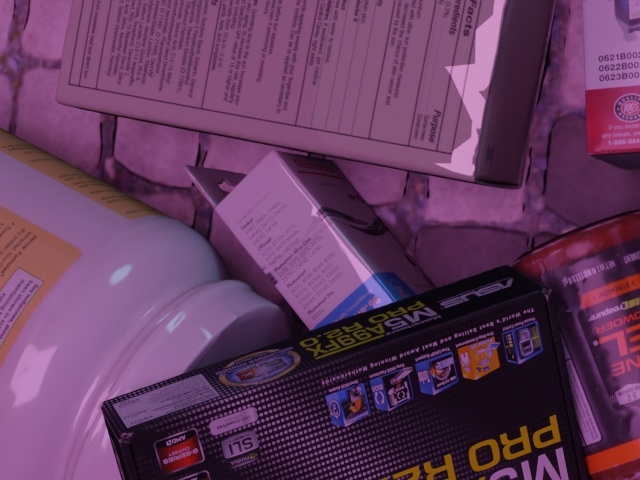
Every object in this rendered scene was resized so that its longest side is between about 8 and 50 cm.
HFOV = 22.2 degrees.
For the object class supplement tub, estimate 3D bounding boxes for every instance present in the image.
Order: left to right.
[{"bbox_3d":[-0.210,0.061,1.107,0.331,0.241,0.241,27,99,21],"label":"supplement tub"},{"bbox_3d":[0.198,0.087,1.012,0.106,0.106,0.197,-24,80,20],"label":"supplement tub"}]

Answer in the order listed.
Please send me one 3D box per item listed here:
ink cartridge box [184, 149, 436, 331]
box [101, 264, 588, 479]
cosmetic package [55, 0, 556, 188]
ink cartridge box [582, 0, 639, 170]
[{"bbox_3d":[0.000,0.000,1.095,0.060,0.104,0.180,-43,74,16],"label":"ink cartridge box"},{"bbox_3d":[0.027,0.158,0.977,0.270,0.060,0.216,-17,108,-14],"label":"box"},{"bbox_3d":[-0.010,-0.139,1.100,0.310,0.113,0.160,13,93,22],"label":"cosmetic package"},{"bbox_3d":[0.233,-0.137,0.991,0.128,0.127,0.176,-3,86,23],"label":"ink cartridge box"}]
